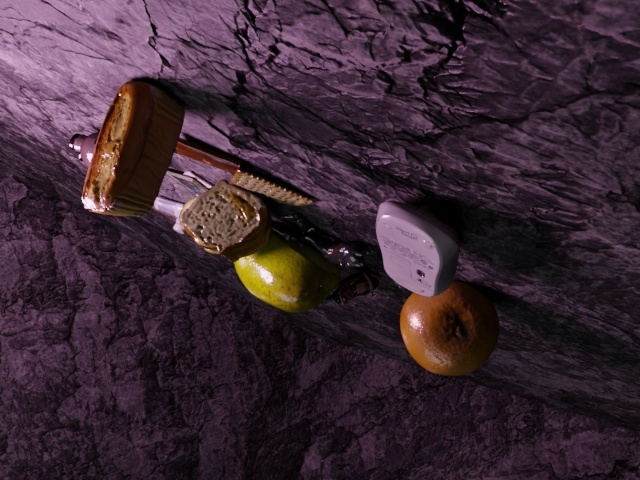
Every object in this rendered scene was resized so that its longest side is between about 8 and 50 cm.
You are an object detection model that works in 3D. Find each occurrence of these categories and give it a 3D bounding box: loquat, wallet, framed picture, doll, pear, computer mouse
[{"bbox_3d":[0.346,0.234,1.601,0.263,0.262,0.263,22,165,6],"label":"loquat"},{"bbox_3d":[-0.357,-0.178,1.724,0.083,0.011,0.044,32,164,-32],"label":"wallet"},{"bbox_3d":[-0.277,-0.208,1.458,0.176,0.026,0.095,19,166,-1],"label":"wallet"},{"bbox_3d":[-0.386,-0.160,1.805,0.142,0.011,0.183,19,167,32],"label":"framed picture"},{"bbox_3d":[-0.579,-0.234,1.665,0.258,0.117,0.182,22,160,16],"label":"doll"},{"bbox_3d":[-0.095,0.114,1.839,0.343,0.238,0.318,33,-178,-29],"label":"pear"},{"bbox_3d":[0.219,0.007,1.271,0.184,0.121,0.296,28,154,30],"label":"computer mouse"}]

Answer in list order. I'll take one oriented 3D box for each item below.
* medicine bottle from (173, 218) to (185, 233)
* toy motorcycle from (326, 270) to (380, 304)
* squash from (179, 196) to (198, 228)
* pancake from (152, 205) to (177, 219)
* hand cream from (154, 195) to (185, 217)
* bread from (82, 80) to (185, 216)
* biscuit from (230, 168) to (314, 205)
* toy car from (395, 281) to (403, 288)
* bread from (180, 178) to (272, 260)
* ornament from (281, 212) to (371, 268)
[{"bbox_3d":[-0.502,-0.073,2.166,0.052,0.089,0.052,22,166,6],"label":"medicine bottle"},{"bbox_3d":[0.113,0.153,1.899,0.118,0.213,0.084,-12,100,44],"label":"toy motorcycle"},{"bbox_3d":[-0.359,-0.038,1.987,0.133,0.132,0.247,17,163,26],"label":"squash"},{"bbox_3d":[-0.589,-0.111,2.271,0.235,0.029,0.212,25,172,18],"label":"pancake"},{"bbox_3d":[-0.481,-0.101,2.113,0.256,0.048,0.079,20,133,18],"label":"hand cream"},{"bbox_3d":[-0.394,-0.185,1.234,0.153,0.287,0.119,10,170,46],"label":"bread"},{"bbox_3d":[-0.128,-0.128,1.502,0.203,0.016,0.144,22,168,-15],"label":"biscuit"},{"bbox_3d":[0.284,0.135,1.787,0.122,0.035,0.059,14,165,3],"label":"toy car"},{"bbox_3d":[-0.252,-0.047,1.638,0.239,0.195,0.252,24,175,12],"label":"bread"},{"bbox_3d":[0.000,0.000,1.661,0.236,0.080,0.202,31,167,-26],"label":"ornament"}]
